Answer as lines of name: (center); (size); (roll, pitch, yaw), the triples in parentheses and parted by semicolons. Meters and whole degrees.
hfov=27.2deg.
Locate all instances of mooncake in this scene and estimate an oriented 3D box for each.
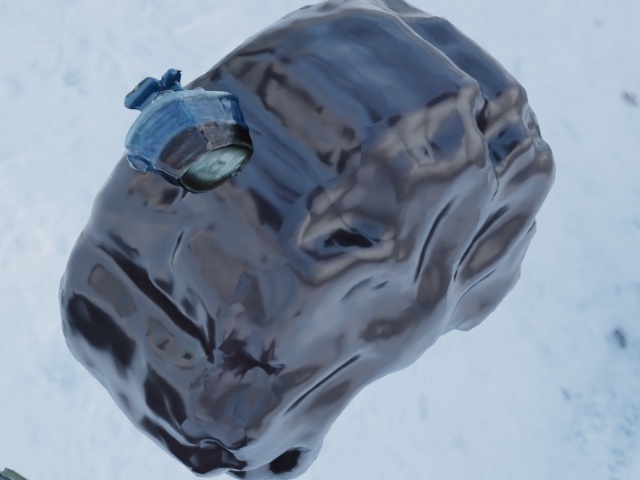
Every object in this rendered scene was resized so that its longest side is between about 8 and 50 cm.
mooncake: (0.000, 0.000, 0.973); (0.381, 0.350, 0.212); (-43, 63, -11)

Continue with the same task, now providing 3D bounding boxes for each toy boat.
toy boat: (-0.071, -0.060, 0.693); (0.061, 0.060, 0.137); (51, 10, 5)

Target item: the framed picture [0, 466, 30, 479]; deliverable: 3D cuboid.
framed picture: (-0.143, 0.272, 1.024); (0.273, 0.216, 0.016); (32, 61, -1)
